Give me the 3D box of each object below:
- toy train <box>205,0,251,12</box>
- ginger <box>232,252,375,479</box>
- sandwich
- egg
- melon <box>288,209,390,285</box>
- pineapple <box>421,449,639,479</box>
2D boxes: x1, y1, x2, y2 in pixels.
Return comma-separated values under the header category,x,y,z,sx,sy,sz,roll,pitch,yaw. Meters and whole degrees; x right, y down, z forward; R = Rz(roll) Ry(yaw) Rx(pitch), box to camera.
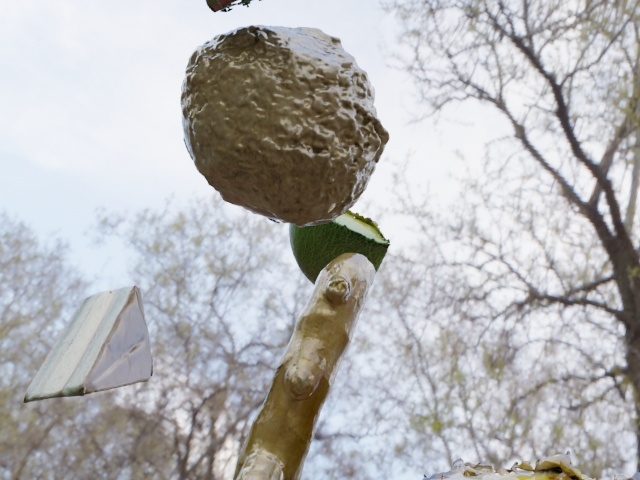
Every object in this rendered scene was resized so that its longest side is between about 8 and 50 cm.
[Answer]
category,x,y,z,sx,sy,sz,roll,pitch,yaw
toy train,-0.072,-0.318,1.130,0.147,0.071,0.038,-12,-85,37
ginger,-0.019,0.145,0.919,0.065,0.299,0.118,21,-13,4
sandwich,-0.258,0.110,1.008,0.079,0.163,0.114,-11,-95,16
egg,-0.056,-0.160,1.249,0.310,0.279,0.279,36,-40,19
melon,0.000,0.000,1.591,0.129,0.265,0.169,9,-66,-24
pineapple,0.204,0.384,0.884,0.352,0.352,0.300,-5,-79,32
